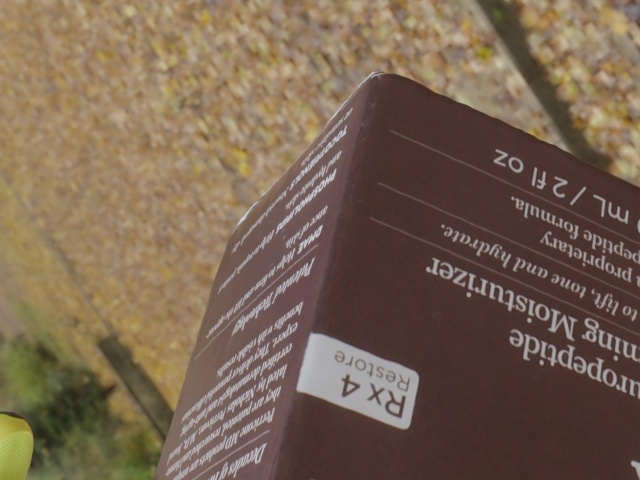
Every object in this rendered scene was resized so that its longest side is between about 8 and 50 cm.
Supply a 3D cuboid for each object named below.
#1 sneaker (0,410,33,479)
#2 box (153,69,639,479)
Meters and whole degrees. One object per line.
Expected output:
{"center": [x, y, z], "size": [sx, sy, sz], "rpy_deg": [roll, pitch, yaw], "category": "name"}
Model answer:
{"center": [-0.225, 0.216, 0.902], "size": [0.094, 0.208, 0.081], "rpy_deg": [11, 164, 26], "category": "sneaker"}
{"center": [0.040, 0.077, 0.563], "size": [0.168, 0.203, 0.167], "rpy_deg": [23, 149, -16], "category": "box"}
